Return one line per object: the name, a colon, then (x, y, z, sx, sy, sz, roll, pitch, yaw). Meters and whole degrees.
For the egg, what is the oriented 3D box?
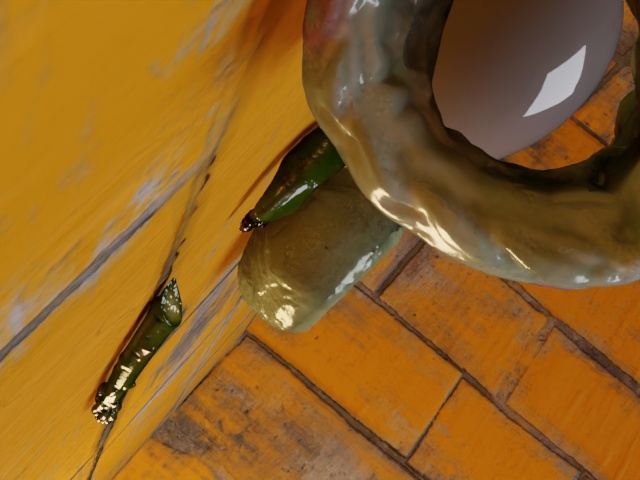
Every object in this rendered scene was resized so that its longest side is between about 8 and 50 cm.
egg: (0.119, -0.134, 0.660, 0.199, 0.146, 0.146, -45, 179, 17)

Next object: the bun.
bun: (0.000, 0.000, 0.966, 0.195, 0.118, 0.195, -44, 175, -4)

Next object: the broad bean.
broad bean: (0.006, -0.072, 0.781, 0.195, 0.046, 0.061, -42, -175, -36)

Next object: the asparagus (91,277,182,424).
asparagus: (-0.155, 0.103, 0.776, 0.034, 0.027, 0.236, -33, 167, -42)

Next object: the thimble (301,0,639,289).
thimble: (0.098, -0.077, 0.418, 0.185, 0.211, 0.149, -37, -176, 15)
